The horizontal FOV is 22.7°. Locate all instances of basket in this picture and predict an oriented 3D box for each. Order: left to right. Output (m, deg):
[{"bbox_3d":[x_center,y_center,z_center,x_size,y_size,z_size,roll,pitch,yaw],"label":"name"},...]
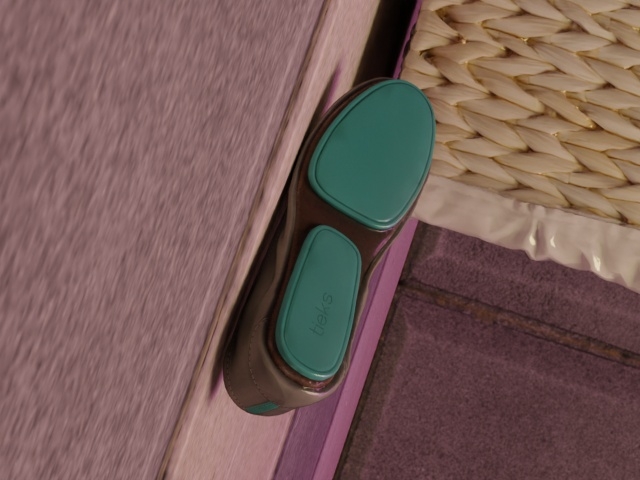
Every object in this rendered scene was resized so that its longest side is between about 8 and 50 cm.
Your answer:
[{"bbox_3d":[0.213,-0.101,1.118,0.328,0.331,0.266,-38,145,-87],"label":"basket"}]

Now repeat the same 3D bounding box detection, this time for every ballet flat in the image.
[{"bbox_3d":[0.000,0.000,0.841,0.068,0.072,0.213,-35,-154,50],"label":"ballet flat"}]
